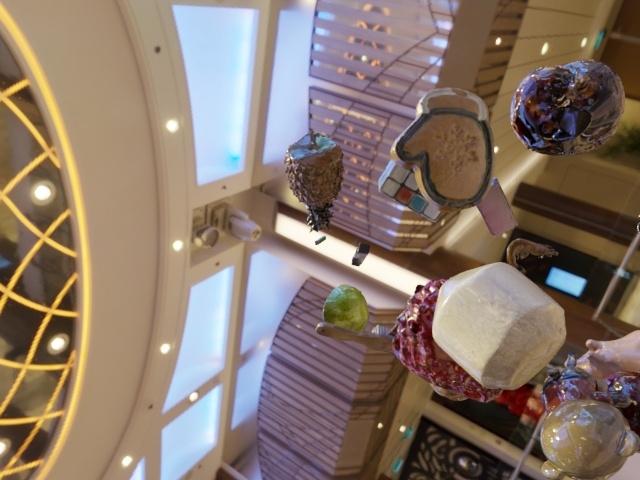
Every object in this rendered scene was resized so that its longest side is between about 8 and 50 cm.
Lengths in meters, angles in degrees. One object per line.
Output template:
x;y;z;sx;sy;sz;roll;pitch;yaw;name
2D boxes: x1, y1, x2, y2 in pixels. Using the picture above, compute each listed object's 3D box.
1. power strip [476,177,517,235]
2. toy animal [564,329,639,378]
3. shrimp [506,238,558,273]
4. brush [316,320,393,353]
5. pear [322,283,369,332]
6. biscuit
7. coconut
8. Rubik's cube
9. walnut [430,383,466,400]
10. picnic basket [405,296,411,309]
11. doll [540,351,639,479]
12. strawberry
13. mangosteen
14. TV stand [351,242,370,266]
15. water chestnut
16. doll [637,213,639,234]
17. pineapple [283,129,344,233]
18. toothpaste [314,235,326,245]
0.656;-0.123;1.943;0.279;0.109;0.038;49;-152;-38;power strip
1.000;0.437;1.718;0.326;0.269;0.237;118;176;-45;toy animal
0.755;0.064;1.842;0.034;0.178;0.125;41;-116;-88;shrimp
0.143;0.297;1.638;0.065;0.327;0.070;-89;18;-44;brush
0.123;0.365;2.566;0.239;0.139;0.289;-3;-95;-41;pear
0.335;-0.251;1.398;0.057;0.287;0.344;137;135;-79;biscuit
0.356;0.164;1.077;0.237;0.266;0.238;-24;-46;-28;coconut
0.390;-0.251;1.983;0.259;0.253;0.256;-60;2;14;Rubik's cube
0.521;0.525;2.036;0.213;0.213;0.213;-45;-32;-38;walnut
0.438;0.327;1.823;0.228;0.312;0.175;-60;-41;-38;picnic basket
0.625;0.424;1.244;0.235;0.174;0.330;-34;13;25;doll
0.383;0.294;1.464;0.295;0.345;0.318;-30;-31;-44;strawberry
0.864;0.443;1.390;0.257;0.215;0.215;-29;-38;-21;mangosteen
0.174;0.067;2.267;0.256;0.048;0.040;106;177;-74;TV stand
0.797;-0.416;1.673;0.346;0.335;0.336;15;-81;-60;water chestnut
1.306;-0.047;1.984;0.139;0.165;0.057;-33;-33;31;doll
-0.018;-0.178;1.782;0.202;0.201;0.362;-47;-30;-35;pineapple
0.000;0.000;2.188;0.083;0.017;0.020;-33;-63;-58;toothpaste
